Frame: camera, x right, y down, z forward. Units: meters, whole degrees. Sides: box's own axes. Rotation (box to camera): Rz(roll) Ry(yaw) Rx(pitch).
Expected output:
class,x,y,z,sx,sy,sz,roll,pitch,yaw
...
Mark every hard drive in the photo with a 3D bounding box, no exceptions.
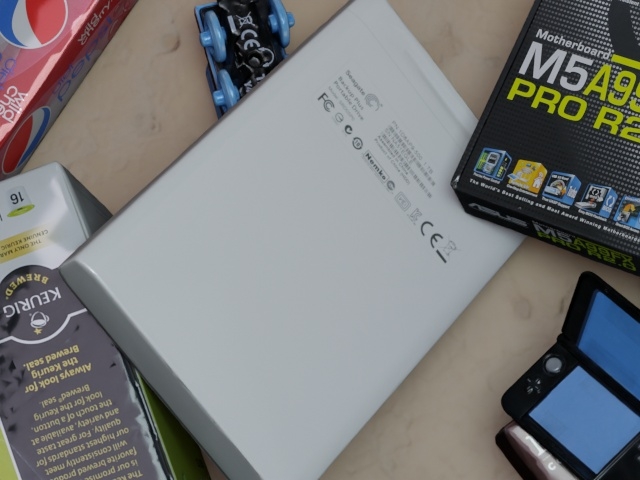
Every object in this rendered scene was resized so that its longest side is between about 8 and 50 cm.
class,x,y,z,sx,sy,sz,roll,pitch,yaw
hard drive,0.000,0.000,1.320,0.233,0.047,0.353,52,55,-11

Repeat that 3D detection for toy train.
class,x,y,z,sx,sy,sz,roll,pitch,yaw
toy train,-0.051,-0.113,1.426,0.080,0.105,0.184,-15,81,-12

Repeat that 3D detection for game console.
class,x,y,z,sx,sy,sz,roll,pitch,yaw
game console,0.196,0.103,1.253,0.107,0.071,0.122,-43,57,-8

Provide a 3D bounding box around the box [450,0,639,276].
class,x,y,z,sx,sy,sz,roll,pitch,yaw
box,0.261,-0.081,1.319,0.270,0.060,0.216,22,79,21

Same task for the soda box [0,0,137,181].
class,x,y,z,sx,sy,sz,roll,pitch,yaw
soda box,-0.246,-0.139,1.448,0.083,0.092,0.263,33,85,8

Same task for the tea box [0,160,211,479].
class,x,y,z,sx,sy,sz,roll,pitch,yaw
tea box,-0.273,0.159,1.340,0.329,0.220,0.323,-20,80,0

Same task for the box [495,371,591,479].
class,x,y,z,sx,sy,sz,roll,pitch,yaw
box,0.320,0.242,1.337,0.191,0.143,0.381,-37,79,-3
